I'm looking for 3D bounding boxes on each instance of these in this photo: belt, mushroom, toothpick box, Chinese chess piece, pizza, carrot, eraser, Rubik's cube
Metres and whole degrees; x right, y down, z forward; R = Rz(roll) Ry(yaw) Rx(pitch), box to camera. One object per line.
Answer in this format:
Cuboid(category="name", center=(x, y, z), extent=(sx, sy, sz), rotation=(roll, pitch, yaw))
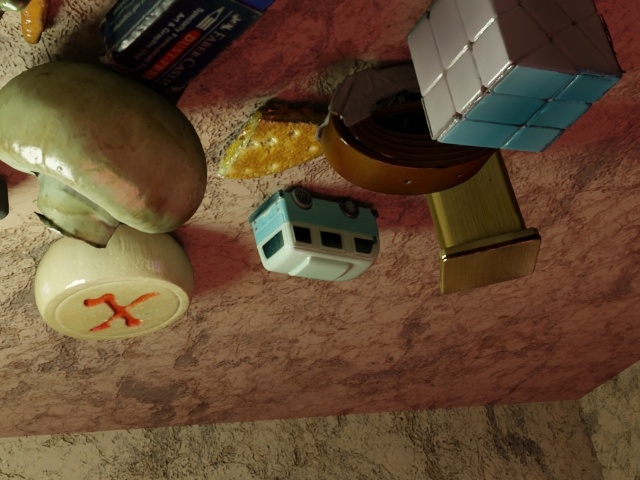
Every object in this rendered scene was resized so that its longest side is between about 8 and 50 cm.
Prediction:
Cuboid(category="belt", center=(0.165, -0.200, 1.770), extent=(0.339, 0.217, 0.122), rotation=(-7, 159, -18))
Cuboid(category="mushroom", center=(-0.347, -0.134, 1.578), extent=(0.352, 0.352, 0.260), rotation=(24, 93, -49))
Cuboid(category="toothpick box", center=(0.287, -0.080, 1.944), extent=(0.188, 0.308, 0.190), rotation=(-13, 154, 2))
Cuboid(category="Chinese chess piece", center=(-0.441, 0.093, 2.167), extent=(0.338, 0.140, 0.338), rotation=(-10, 153, -5))
Cuboid(category="pizza", center=(-0.078, -0.194, 1.851), extent=(0.292, 0.058, 0.197), rotation=(-22, 151, 16))
Cuboid(category="carrot", center=(-0.411, -0.343, 1.434), extent=(0.061, 0.061, 0.209), rotation=(-4, 157, -15))
Cuboid(category="eraser", center=(-0.173, -0.347, 1.457), extent=(0.155, 0.101, 0.332), rotation=(18, 140, -43))
Cuboid(category="Rubik's cube", center=(0.306, -0.297, 1.626), extent=(0.231, 0.221, 0.224), rotation=(2, 151, -26))

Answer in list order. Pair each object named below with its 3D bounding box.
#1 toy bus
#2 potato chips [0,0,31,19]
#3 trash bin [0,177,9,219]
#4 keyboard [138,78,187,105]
Cuboid(category="toy bus", center=(0.000, 0.000, 2.140), extent=(0.271, 0.164, 0.133), rotation=(9, 146, -36))
Cuboid(category="potato chips", center=(-0.497, -0.380, 1.083), extent=(0.390, 0.097, 0.373), rotation=(-11, 122, -17))
Cuboid(category="trash bin", center=(-0.683, -0.088, 1.763), extent=(0.177, 0.101, 0.236), rotation=(-22, 154, 17))
Cuboid(category="keyboard", center=(-0.275, -0.248, 1.699), extent=(0.094, 0.025, 0.230), rotation=(1, 150, -30))
